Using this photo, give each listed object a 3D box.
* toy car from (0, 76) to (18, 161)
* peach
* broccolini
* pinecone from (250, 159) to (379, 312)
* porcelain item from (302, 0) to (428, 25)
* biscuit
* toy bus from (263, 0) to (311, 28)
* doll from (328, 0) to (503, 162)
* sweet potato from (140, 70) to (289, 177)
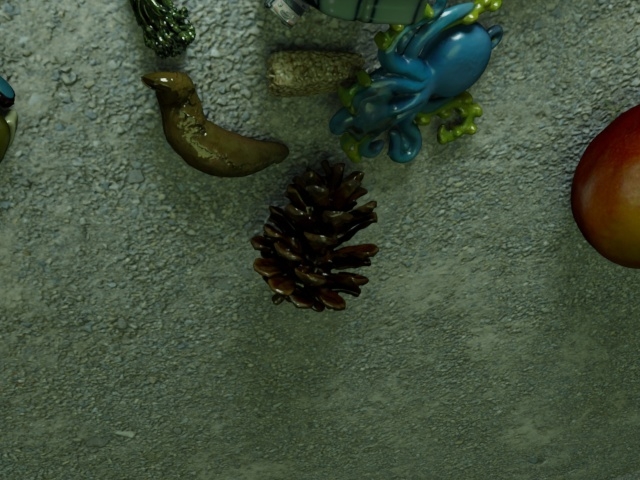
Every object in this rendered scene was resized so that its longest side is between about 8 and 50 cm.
[{"bbox_3d":[-0.583,-0.177,0.971,0.204,0.198,0.248,-30,130,10],"label":"toy car"},{"bbox_3d":[0.656,-0.110,1.292,0.308,0.308,0.332,-9,114,-7],"label":"peach"},{"bbox_3d":[-0.264,-0.363,0.987,0.091,0.068,0.202,-15,133,24],"label":"broccolini"},{"bbox_3d":[0.000,0.000,1.248,0.244,0.244,0.309,15,110,-25],"label":"pinecone"},{"bbox_3d":[0.058,-0.433,0.845,0.157,0.286,0.281,2,116,-14],"label":"porcelain item"},{"bbox_3d":[-0.009,-0.282,1.110,0.169,0.082,0.070,-6,93,-10],"label":"biscuit"},{"bbox_3d":[-0.054,-0.370,1.008,0.058,0.102,0.052,-42,126,17],"label":"toy bus"},{"bbox_3d":[0.165,-0.274,1.131,0.341,0.098,0.346,-25,148,-1],"label":"doll"},{"bbox_3d":[-0.193,-0.182,1.135,0.124,0.098,0.310,-46,128,14],"label":"sweet potato"}]
